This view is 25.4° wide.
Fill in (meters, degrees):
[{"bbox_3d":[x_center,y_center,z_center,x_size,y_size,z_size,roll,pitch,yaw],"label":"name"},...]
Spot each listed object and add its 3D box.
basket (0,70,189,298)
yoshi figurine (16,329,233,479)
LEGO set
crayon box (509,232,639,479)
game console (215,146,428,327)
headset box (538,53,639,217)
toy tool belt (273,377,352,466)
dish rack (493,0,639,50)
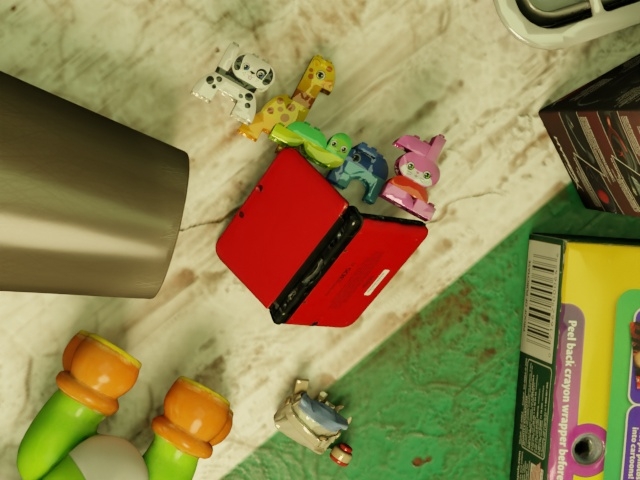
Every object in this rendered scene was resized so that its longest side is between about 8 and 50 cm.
[{"bbox_3d":[-0.231,-0.039,1.156,0.226,0.154,0.204,13,94,-15],"label":"basket"},{"bbox_3d":[-0.221,0.271,1.198,0.203,0.203,0.362,44,68,-50],"label":"yoshi figurine"},{"bbox_3d":[0.007,-0.109,1.224,0.227,0.087,0.093,28,82,-8],"label":"LEGO set"},{"bbox_3d":[0.339,0.183,1.296,0.313,0.106,0.363,4,93,-12],"label":"crayon box"},{"bbox_3d":[0.000,0.000,1.226,0.124,0.085,0.144,6,138,-35],"label":"game console"},{"bbox_3d":[0.339,-0.113,1.175,0.218,0.293,0.110,-30,99,-7],"label":"headset box"},{"bbox_3d":[0.002,0.161,1.261,0.083,0.052,0.051,32,97,-12],"label":"toy tool belt"},{"bbox_3d":[0.243,-0.356,1.251,0.285,0.072,0.333,-19,98,-7],"label":"dish rack"}]
